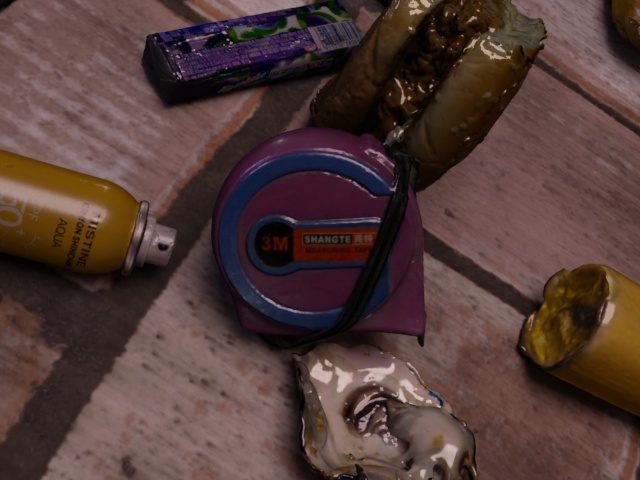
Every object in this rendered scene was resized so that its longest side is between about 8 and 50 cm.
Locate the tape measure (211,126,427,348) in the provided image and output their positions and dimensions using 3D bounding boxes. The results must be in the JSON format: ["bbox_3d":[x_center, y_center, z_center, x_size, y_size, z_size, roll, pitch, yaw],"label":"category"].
[{"bbox_3d":[0.000,0.000,0.911,0.231,0.245,0.149,0,16,3],"label":"tape measure"}]

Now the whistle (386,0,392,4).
[{"bbox_3d":[0.110,-0.399,1.280,0.304,0.062,0.062,45,55,4],"label":"whistle"}]

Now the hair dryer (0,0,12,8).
[{"bbox_3d":[-0.409,-0.294,1.015,0.079,0.031,0.083,38,40,10],"label":"hair dryer"}]

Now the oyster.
[{"bbox_3d":[0.064,0.207,0.914,0.214,0.083,0.223,8,42,-30],"label":"oyster"}]

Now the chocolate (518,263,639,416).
[{"bbox_3d":[0.484,0.187,1.087,0.445,0.162,0.162,28,55,-13],"label":"chocolate"}]

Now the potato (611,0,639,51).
[{"bbox_3d":[0.601,-0.436,1.471,0.173,0.140,0.300,16,52,-7],"label":"potato"}]

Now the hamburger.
[{"bbox_3d":[0.123,-0.204,1.041,0.195,0.277,0.318,34,30,-4],"label":"hamburger"}]

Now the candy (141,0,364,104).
[{"bbox_3d":[-0.081,-0.255,1.113,0.312,0.061,0.088,-19,71,-32],"label":"candy"}]

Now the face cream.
[{"bbox_3d":[-0.321,-0.038,0.860,0.348,0.105,0.105,17,58,-16],"label":"face cream"}]
